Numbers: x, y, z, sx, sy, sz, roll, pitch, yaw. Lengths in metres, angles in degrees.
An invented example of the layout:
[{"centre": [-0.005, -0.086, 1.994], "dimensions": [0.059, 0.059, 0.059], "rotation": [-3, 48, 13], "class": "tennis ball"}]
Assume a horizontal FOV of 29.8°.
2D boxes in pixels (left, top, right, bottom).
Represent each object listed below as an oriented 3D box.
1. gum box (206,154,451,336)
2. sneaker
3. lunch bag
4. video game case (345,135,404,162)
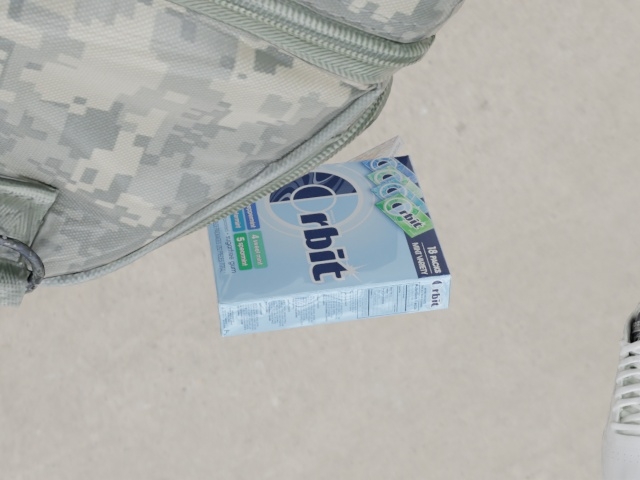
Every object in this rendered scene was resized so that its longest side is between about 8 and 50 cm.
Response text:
[{"centre": [0.000, 0.000, 0.994], "dimensions": [0.185, 0.157, 0.041], "rotation": [-6, 132, -6], "class": "gum box"}, {"centre": [0.281, 0.125, 1.027], "dimensions": [0.090, 0.235, 0.095], "rotation": [0, 146, 36], "class": "sneaker"}, {"centre": [-0.074, -0.162, 0.400], "dimensions": [0.213, 0.305, 0.256], "rotation": [16, 138, -33], "class": "lunch bag"}, {"centre": [0.032, -0.072, 1.377], "dimensions": [0.119, 0.166, 0.015], "rotation": [-26, 100, 17], "class": "video game case"}]
